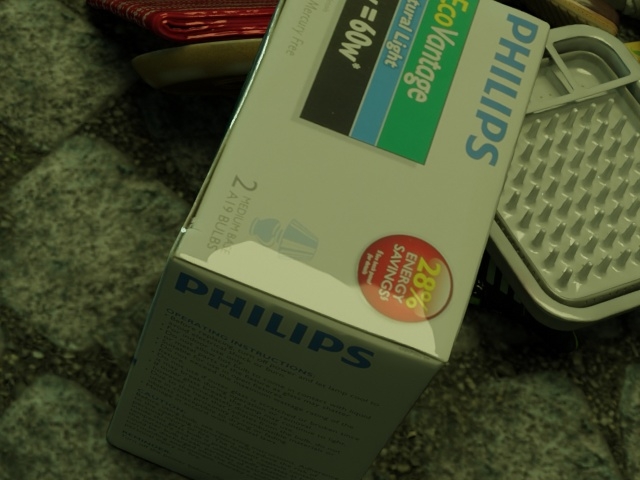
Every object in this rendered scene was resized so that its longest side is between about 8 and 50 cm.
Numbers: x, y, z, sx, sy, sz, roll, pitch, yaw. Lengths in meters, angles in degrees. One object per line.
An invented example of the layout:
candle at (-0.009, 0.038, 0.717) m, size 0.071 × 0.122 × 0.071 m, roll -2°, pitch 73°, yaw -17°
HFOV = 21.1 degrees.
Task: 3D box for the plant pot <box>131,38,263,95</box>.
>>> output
plant pot at (-0.067, -0.168, 1.690) m, size 0.236 × 0.236 × 0.032 m, roll -4°, pitch 89°, yaw -21°

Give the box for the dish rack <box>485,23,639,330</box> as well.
dish rack at (0.251, -0.059, 1.724) m, size 0.286 × 0.072 × 0.333 m, roll -16°, pitch 59°, yaw -27°

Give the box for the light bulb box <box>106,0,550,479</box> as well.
light bulb box at (0.000, 0.000, 1.470) m, size 0.225 × 0.361 × 0.358 m, roll 22°, pitch 57°, yaw -3°

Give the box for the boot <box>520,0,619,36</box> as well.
boot at (0.284, -0.363, 1.955) m, size 0.248 × 0.090 × 0.207 m, roll 37°, pitch 85°, yaw 18°

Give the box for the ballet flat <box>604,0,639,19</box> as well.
ballet flat at (0.332, -0.326, 2.011) m, size 0.086 × 0.086 × 0.248 m, roll -18°, pitch 62°, yaw -28°

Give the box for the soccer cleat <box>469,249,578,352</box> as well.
soccer cleat at (0.183, 0.052, 1.708) m, size 0.072 × 0.060 × 0.179 m, roll -35°, pitch 70°, yaw -16°

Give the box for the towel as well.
towel at (-0.109, -0.229, 1.716) m, size 0.199 × 0.031 × 0.275 m, roll -4°, pitch 14°, yaw -21°

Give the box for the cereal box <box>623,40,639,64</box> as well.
cereal box at (0.290, -0.129, 1.868) m, size 0.240 × 0.047 × 0.173 m, roll -10°, pitch 59°, yaw -23°
